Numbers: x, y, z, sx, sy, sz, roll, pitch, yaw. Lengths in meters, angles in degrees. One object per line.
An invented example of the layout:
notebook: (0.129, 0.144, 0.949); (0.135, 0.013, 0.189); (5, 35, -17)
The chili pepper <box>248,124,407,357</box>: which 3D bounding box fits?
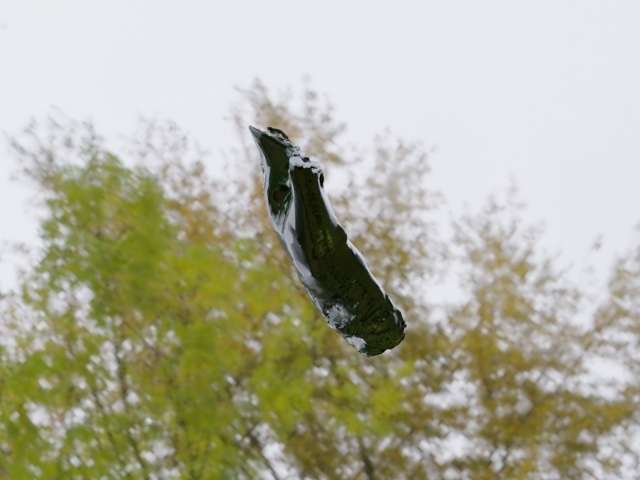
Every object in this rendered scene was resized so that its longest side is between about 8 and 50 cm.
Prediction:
chili pepper: (-0.002, 0.001, 1.115); (0.061, 0.098, 0.224); (-36, -62, -11)
